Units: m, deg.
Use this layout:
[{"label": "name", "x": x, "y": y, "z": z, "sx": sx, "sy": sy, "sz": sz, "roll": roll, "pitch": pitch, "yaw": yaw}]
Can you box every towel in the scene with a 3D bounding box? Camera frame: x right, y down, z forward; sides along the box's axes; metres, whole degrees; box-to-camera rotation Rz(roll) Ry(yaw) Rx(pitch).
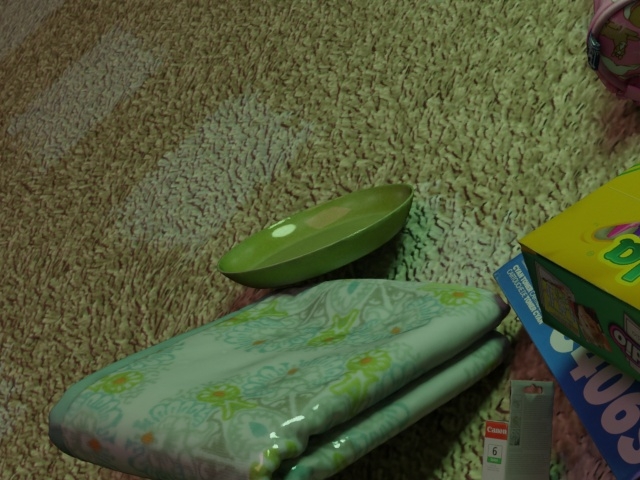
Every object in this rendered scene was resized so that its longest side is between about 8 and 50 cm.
[{"label": "towel", "x": -0.036, "y": 0.135, "z": 1.650, "sx": 0.374, "sy": 0.090, "sz": 0.320, "roll": -28, "pitch": 19, "yaw": -39}]

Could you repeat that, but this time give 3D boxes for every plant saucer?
[{"label": "plant saucer", "x": 0.000, "y": 0.000, "z": 1.896, "sx": 0.241, "sy": 0.037, "sz": 0.241, "roll": -22, "pitch": 12, "yaw": 5}]

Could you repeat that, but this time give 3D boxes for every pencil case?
[{"label": "pencil case", "x": 0.363, "y": -0.315, "z": 1.864, "sx": 0.167, "sy": 0.160, "sz": 0.386, "roll": -20, "pitch": 37, "yaw": 22}]

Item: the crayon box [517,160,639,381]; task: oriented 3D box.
[{"label": "crayon box", "x": 0.398, "y": 0.020, "z": 1.358, "sx": 0.313, "sy": 0.106, "sz": 0.363, "roll": -31, "pitch": 34, "yaw": -19}]

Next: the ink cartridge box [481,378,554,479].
[{"label": "ink cartridge box", "x": 0.175, "y": 0.180, "z": 1.485, "sx": 0.029, "sy": 0.063, "sz": 0.115, "roll": 0, "pitch": 85, "yaw": 48}]

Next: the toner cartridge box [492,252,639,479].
[{"label": "toner cartridge box", "x": 0.290, "y": 0.095, "z": 1.510, "sx": 0.165, "sy": 0.075, "sz": 0.348, "roll": -34, "pitch": 32, "yaw": 5}]
